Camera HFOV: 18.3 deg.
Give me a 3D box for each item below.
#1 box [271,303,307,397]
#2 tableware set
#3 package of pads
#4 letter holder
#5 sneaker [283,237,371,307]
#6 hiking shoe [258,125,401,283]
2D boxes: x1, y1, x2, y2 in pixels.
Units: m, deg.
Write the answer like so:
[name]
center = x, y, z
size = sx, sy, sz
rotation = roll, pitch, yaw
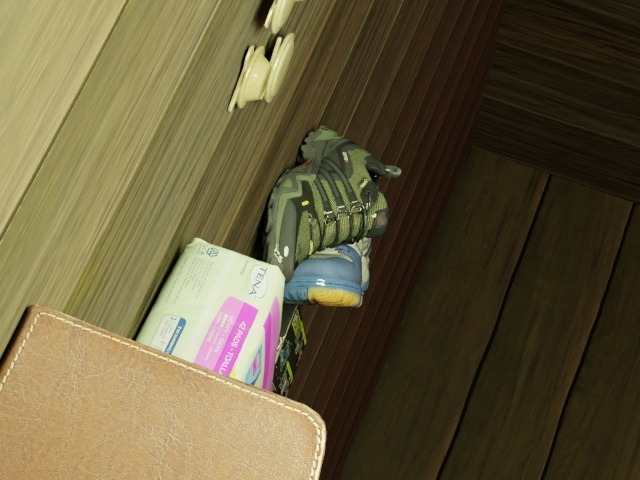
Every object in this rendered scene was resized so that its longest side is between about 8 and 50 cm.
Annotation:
[box]
center = -0.068, 0.169, 2.250
size = 0.191, 0.045, 0.184
rotation = 79, 29, -75
[tableware set]
center = -0.036, -0.176, 1.665
size = 0.169, 0.020, 0.141
rotation = -50, 161, -74
[package of pads]
center = -0.116, 0.176, 1.658
size = 0.296, 0.101, 0.229
rotation = 98, 13, -56
[letter holder]
center = -0.134, 0.227, 1.195
size = 0.152, 0.214, 0.302
rotation = 97, 14, -59
[sneaker]
center = 0.000, 0.000, 2.162
size = 0.296, 0.112, 0.131
rotation = -63, 159, -83
[hiking shoe]
center = 0.012, -0.031, 2.027
size = 0.227, 0.114, 0.086
rotation = -63, 169, -46
